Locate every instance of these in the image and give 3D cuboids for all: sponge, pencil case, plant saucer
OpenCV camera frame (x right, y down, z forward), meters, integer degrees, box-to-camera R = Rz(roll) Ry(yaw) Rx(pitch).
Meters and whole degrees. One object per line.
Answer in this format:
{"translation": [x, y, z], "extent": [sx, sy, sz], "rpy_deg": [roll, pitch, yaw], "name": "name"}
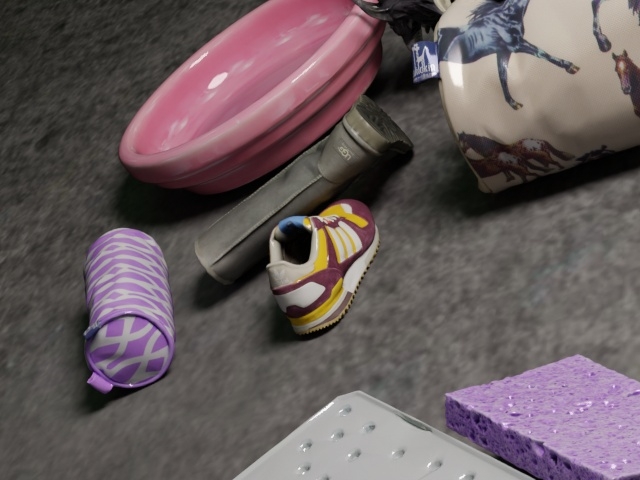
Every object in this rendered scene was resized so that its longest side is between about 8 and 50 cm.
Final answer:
{"translation": [0.183, 0.128, 1.329], "extent": [0.117, 0.031, 0.210], "rpy_deg": [-13, 17, -24], "name": "sponge"}
{"translation": [0.287, -0.182, 1.669], "extent": [0.410, 0.183, 0.160], "rpy_deg": [-18, 4, 25], "name": "pencil case"}
{"translation": [-0.181, 0.064, 1.848], "extent": [0.088, 0.086, 0.206], "rpy_deg": [-53, 18, 17], "name": "pencil case"}
{"translation": [-0.059, -0.158, 2.091], "extent": [0.332, 0.084, 0.332], "rpy_deg": [-33, 20, 14], "name": "plant saucer"}

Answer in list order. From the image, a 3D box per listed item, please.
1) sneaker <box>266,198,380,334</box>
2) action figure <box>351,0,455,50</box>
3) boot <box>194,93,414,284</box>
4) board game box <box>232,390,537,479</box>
{"translation": [0.000, 0.000, 1.760], "extent": [0.069, 0.084, 0.185], "rpy_deg": [-19, 27, 22], "name": "sneaker"}
{"translation": [0.161, -0.240, 1.983], "extent": [0.275, 0.141, 0.164], "rpy_deg": [-19, 24, -14], "name": "action figure"}
{"translation": [-0.015, -0.044, 1.884], "extent": [0.208, 0.076, 0.189], "rpy_deg": [-47, -10, 12], "name": "boot"}
{"translation": [-0.023, 0.278, 1.299], "extent": [0.390, 0.050, 0.390], "rpy_deg": [-37, 25, -17], "name": "board game box"}
